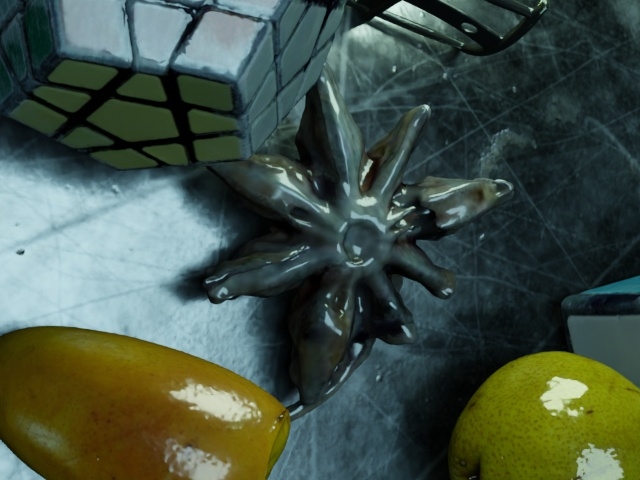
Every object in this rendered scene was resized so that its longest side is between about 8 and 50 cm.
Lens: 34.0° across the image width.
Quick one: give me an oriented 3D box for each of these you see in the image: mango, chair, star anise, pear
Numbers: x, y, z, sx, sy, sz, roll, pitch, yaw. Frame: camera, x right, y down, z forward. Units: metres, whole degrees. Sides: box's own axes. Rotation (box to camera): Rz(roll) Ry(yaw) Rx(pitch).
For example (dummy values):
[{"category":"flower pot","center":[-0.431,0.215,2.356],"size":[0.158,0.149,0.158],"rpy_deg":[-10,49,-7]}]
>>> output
[{"category":"mango","center":[-0.156,0.138,0.811],"size":[0.257,0.187,0.138],"rpy_deg":[20,102,0]},{"category":"chair","center":[0.079,-0.287,0.985],"size":[0.260,0.154,0.141],"rpy_deg":[18,80,-22]},{"category":"star anise","center":[0.000,0.000,0.951],"size":[0.360,0.139,0.315],"rpy_deg":[-13,93,-10]},{"category":"pear","center":[0.220,0.213,0.994],"size":[0.209,0.209,0.208],"rpy_deg":[2,86,-25]}]

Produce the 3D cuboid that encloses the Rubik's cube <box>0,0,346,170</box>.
[{"category":"Rubik's cube","center":[-0.126,-0.207,0.800],"size":[0.264,0.319,0.319],"rpy_deg":[-37,107,21]}]

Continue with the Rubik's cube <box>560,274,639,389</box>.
[{"category":"Rubik's cube","center":[0.476,0.172,1.051],"size":[0.316,0.318,0.313],"rpy_deg":[-13,92,-27]}]
